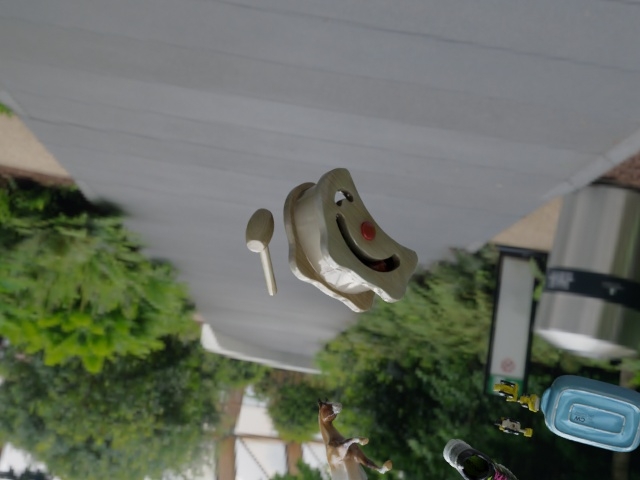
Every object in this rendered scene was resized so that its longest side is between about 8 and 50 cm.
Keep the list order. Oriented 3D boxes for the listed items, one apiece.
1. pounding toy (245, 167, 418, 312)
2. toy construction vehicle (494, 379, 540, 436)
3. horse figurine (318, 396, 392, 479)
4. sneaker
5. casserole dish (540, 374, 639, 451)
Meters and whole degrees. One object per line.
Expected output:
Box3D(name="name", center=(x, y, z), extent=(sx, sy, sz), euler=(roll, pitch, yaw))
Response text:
Box3D(name="pounding toy", center=(0.000, 0.000, 1.313), extent=(0.154, 0.154, 0.269), euler=(-22, 138, 40))
Box3D(name="toy construction vehicle", center=(0.335, 0.292, 1.575), extent=(0.098, 0.086, 0.035), euler=(19, 161, -31))
Box3D(name="horse figurine", center=(0.062, 0.381, 1.408), extent=(0.066, 0.263, 0.174), euler=(-21, -173, -29))
Box3D(name="sneaker", center=(0.301, 0.427, 1.648), extent=(0.170, 0.063, 0.075), euler=(38, 178, -11))
Box3D(name="casserole dish", center=(0.473, 0.301, 1.558), extent=(0.188, 0.114, 0.037), euler=(13, -170, 14))
